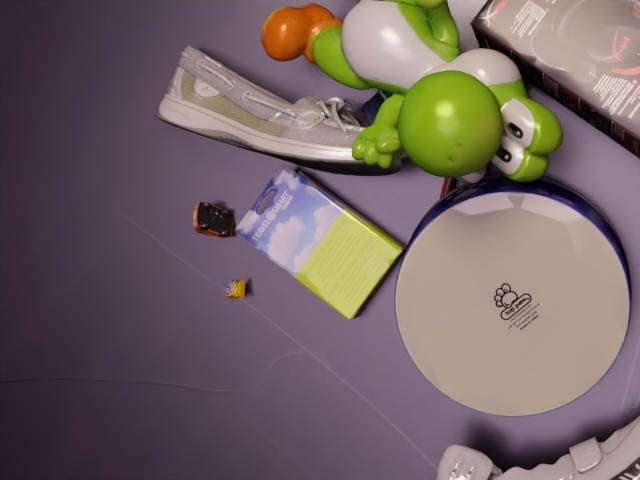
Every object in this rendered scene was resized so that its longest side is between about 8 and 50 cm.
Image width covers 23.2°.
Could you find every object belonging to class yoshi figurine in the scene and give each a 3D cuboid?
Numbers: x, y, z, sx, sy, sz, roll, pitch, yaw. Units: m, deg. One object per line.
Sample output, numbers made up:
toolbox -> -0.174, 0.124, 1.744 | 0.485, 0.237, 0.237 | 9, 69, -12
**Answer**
yoshi figurine -> 0.090, -0.184, 1.668 | 0.203, 0.203, 0.362 | -42, 61, -18

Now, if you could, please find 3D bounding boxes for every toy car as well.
toy car -> -0.131, 0.015, 1.890 | 0.041, 0.060, 0.122 | -15, 81, 45

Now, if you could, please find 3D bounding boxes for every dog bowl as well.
dog bowl -> 0.218, 0.061, 1.761 | 0.265, 0.104, 0.264 | 2, 102, 8

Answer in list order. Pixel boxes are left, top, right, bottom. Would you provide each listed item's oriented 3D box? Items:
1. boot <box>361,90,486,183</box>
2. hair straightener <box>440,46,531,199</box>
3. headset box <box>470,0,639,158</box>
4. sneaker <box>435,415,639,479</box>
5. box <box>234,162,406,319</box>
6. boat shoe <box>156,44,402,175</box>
boot -> 0.118, -0.116, 1.792 | 0.086, 0.069, 0.190 | -47, 49, 24
hair straightener -> 0.208, -0.139, 1.813 | 0.089, 0.047, 0.230 | 15, 91, 12
headset box -> 0.348, -0.229, 1.707 | 0.293, 0.110, 0.218 | 37, 90, 15
sneaker -> 0.261, 0.271, 1.759 | 0.210, 0.137, 0.366 | 38, 84, 24
box -> 0.000, 0.000, 1.863 | 0.178, 0.042, 0.109 | 37, 99, 9
boat shoe -> -0.046, -0.148, 1.814 | 0.320, 0.118, 0.103 | 17, 92, 31
